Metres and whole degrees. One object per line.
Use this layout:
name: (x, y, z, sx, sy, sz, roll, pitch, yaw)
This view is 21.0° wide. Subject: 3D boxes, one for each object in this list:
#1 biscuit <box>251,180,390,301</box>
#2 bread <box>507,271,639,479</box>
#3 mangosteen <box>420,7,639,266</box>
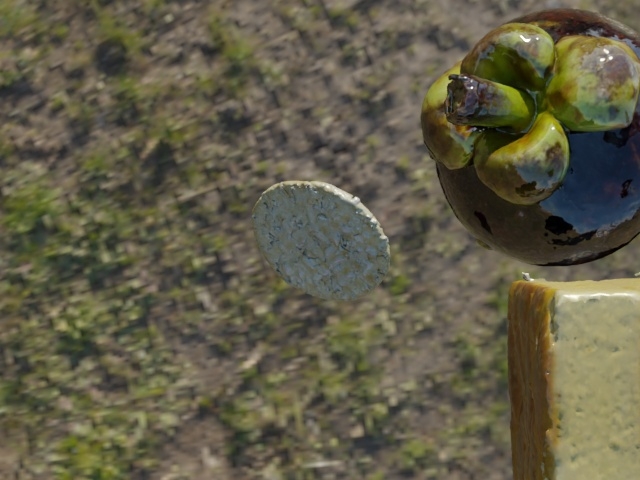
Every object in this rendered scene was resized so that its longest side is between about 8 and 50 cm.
biscuit: (0.000, 0.000, 1.682, 0.152, 0.152, 0.020, 51, 44, -17)
bread: (0.296, 0.169, 1.700, 0.207, 0.279, 0.279, 0, 94, -1)
mangosteen: (0.160, -0.078, 1.246, 0.217, 0.192, 0.192, 7, 76, -58)
